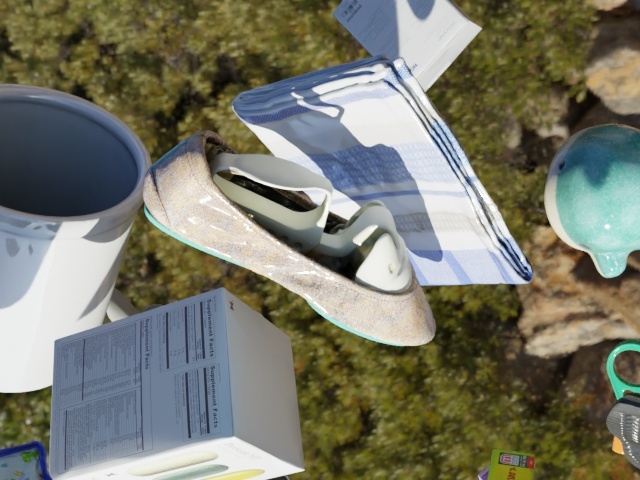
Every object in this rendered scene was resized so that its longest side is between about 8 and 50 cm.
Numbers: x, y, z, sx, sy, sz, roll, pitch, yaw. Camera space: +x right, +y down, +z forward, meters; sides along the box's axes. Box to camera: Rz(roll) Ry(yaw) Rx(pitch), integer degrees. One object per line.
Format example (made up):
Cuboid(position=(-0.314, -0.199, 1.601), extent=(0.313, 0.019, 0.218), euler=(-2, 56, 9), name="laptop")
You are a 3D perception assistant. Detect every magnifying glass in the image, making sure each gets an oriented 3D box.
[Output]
Cuboid(position=(0.555, 0.283, 1.566), extent=(0.092, 0.026, 0.231), euler=(13, 115, 27), name="magnifying glass")

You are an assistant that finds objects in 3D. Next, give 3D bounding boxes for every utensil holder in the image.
Cuboid(position=(-0.471, 0.005, 1.377), extent=(0.328, 0.327, 0.386), euler=(56, 135, 36), name="utensil holder")

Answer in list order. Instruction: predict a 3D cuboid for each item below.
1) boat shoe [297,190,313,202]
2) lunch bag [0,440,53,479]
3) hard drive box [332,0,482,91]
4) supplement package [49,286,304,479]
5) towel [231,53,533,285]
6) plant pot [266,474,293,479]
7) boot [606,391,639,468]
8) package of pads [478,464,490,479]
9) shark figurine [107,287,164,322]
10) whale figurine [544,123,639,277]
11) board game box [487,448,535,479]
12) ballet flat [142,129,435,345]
Cuboid(position=(0.055, -0.027, 1.402), extent=(0.095, 0.257, 0.095), euler=(41, 112, 45), name="boat shoe")
Cuboid(position=(-0.277, 0.243, 0.669), extent=(0.096, 0.151, 0.129), euler=(47, 135, 41), name="lunch bag")
Cuboid(position=(0.169, -0.433, 1.720), extent=(0.181, 0.089, 0.232), euler=(-46, 73, 21), name="hard drive box")
Cuboid(position=(-0.187, 0.217, 1.148), extent=(0.199, 0.262, 0.198), euler=(46, -149, -55), name="supplement package")
Cuboid(position=(0.060, -0.049, 0.831), extent=(0.209, 0.034, 0.285), euler=(-3, 137, 44), name="towel")
Cuboid(position=(-0.076, 0.547, 1.405), extent=(0.191, 0.284, 0.284), euler=(42, 158, -13), name="plant pot")
Cuboid(position=(0.474, 0.231, 1.244), extent=(0.076, 0.137, 0.198), euler=(18, 153, 34), name="boot")
Cuboid(position=(0.300, 0.403, 1.455), extent=(0.032, 0.050, 0.083), euler=(52, 178, -11), name="package of pads")
Cuboid(position=(-0.310, 0.183, 1.791), extent=(0.116, 0.278, 0.166), euler=(165, 110, -65), name="shark figurine")
Cuboid(position=(0.438, -0.049, 1.177), extent=(0.141, 0.271, 0.216), euler=(9, 76, 67), name="whale figurine")
Cuboid(position=(0.181, 0.307, 0.845), extent=(0.043, 0.092, 0.182), euler=(4, 112, 17), name="board game box")
Cuboid(position=(0.000, 0.000, 0.766), extent=(0.106, 0.315, 0.108), euler=(-50, 28, 31), name="ballet flat")
